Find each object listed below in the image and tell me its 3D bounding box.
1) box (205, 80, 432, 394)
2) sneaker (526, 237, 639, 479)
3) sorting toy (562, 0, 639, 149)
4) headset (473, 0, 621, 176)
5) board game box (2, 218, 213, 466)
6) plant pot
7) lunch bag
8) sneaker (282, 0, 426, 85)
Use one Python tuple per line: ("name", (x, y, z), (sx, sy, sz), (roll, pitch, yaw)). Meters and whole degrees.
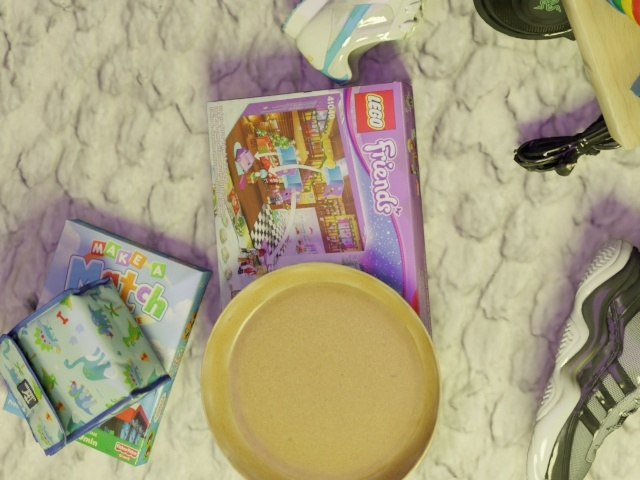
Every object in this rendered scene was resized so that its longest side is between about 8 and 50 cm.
("box", (0.000, 0.000, 1.477), (0.201, 0.057, 0.293), (-4, 89, 15))
("sneaker", (0.288, 0.143, 1.378), (0.153, 0.101, 0.269), (18, 92, 16))
("sorting toy", (0.343, -0.212, 1.257), (0.255, 0.257, 0.089), (-35, 47, -2))
("headset", (0.185, -0.250, 1.352), (0.185, 0.243, 0.394), (-21, 110, 24))
("board game box", (-0.219, 0.103, 1.544), (0.160, 0.039, 0.211), (20, 94, 14))
("plant pot", (0.002, 0.138, 1.431), (0.236, 0.032, 0.236), (1, 93, 15))
("lunch bag", (-0.249, 0.128, 1.488), (0.151, 0.096, 0.129), (-33, 85, 27))
("sneaker", (0.074, -0.248, 1.450), (0.228, 0.087, 0.092), (-41, 88, 18))
